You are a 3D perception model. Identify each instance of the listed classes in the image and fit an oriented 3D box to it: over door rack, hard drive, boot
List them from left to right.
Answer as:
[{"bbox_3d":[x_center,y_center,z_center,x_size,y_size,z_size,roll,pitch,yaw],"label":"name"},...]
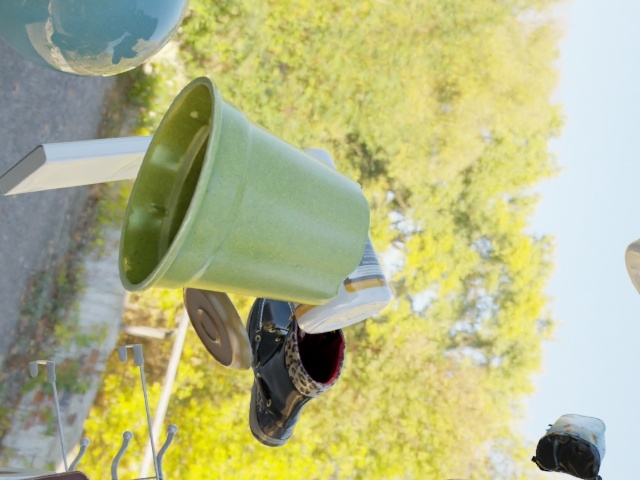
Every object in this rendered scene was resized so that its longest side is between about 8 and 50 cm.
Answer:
[{"bbox_3d":[-0.448,-0.153,1.548,0.203,0.307,0.040,-22,-96,43],"label":"hard drive"},{"bbox_3d":[-0.426,0.371,1.590,0.108,0.239,0.324,-26,103,-71],"label":"over door rack"},{"bbox_3d":[-0.060,0.224,1.699,0.284,0.138,0.377,127,-28,-47],"label":"boot"}]

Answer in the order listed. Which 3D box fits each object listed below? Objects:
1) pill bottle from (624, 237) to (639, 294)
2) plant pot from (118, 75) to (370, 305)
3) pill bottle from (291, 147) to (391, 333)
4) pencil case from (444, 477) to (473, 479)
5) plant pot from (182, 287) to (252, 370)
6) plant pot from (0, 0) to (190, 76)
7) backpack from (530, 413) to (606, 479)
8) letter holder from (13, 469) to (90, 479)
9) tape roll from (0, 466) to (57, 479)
[{"bbox_3d":[0.550,0.008,1.084,0.121,0.221,0.121,63,-3,5],"label":"pill bottle"},{"bbox_3d":[-0.086,-0.034,1.004,0.276,0.254,0.276,-40,-139,45],"label":"plant pot"},{"bbox_3d":[0.000,0.000,1.293,0.162,0.162,0.278,106,-33,-70],"label":"pill bottle"},{"bbox_3d":[0.308,0.561,1.353,0.410,0.160,0.183,-152,-124,-77],"label":"pencil case"},{"bbox_3d":[-0.215,0.164,1.567,0.032,0.236,0.236,-27,153,-26],"label":"plant pot"},{"bbox_3d":[-0.299,-0.362,0.960,0.195,0.290,0.290,-167,-90,-78],"label":"plant pot"},{"bbox_3d":[0.560,0.449,1.706,0.182,0.152,0.115,-3,107,-60],"label":"backpack"},{"bbox_3d":[-0.392,0.520,1.177,0.152,0.302,0.214,-45,158,11],"label":"letter holder"},{"bbox_3d":[-0.635,0.474,1.433,0.286,0.286,0.100,107,-15,-77],"label":"tape roll"}]
